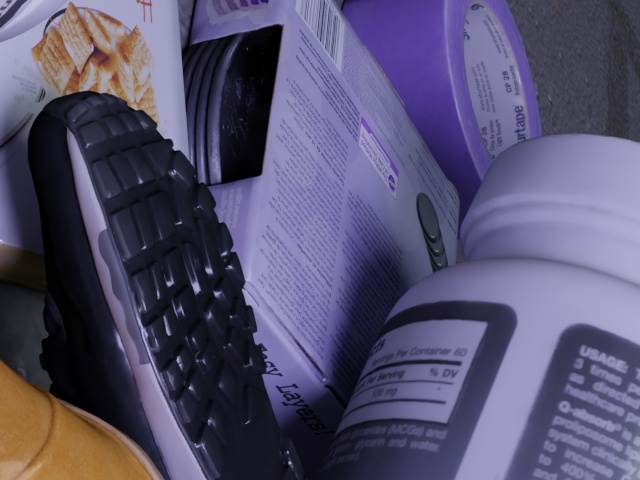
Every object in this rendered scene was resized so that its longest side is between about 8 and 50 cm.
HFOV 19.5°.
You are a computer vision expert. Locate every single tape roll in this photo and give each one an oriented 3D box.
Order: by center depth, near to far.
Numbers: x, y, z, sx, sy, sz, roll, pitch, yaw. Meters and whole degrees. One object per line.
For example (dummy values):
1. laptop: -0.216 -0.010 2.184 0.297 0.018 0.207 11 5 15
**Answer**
1. tape roll: 0.086 -0.094 1.281 0.189 0.080 0.189 44 40 -53

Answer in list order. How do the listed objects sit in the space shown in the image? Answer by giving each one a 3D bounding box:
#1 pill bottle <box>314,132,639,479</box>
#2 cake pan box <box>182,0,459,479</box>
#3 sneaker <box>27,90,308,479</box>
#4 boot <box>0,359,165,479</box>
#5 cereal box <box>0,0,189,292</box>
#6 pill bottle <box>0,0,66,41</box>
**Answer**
1. pill bottle: 0.102 0.140 0.918 0.210 0.210 0.363 54 53 -45
2. cake pan box: 0.000 0.000 1.056 0.267 0.070 0.245 53 32 -46
3. sneaker: -0.084 0.086 0.747 0.107 0.124 0.283 -34 106 -70
4. boot: -0.157 0.091 0.616 0.211 0.104 0.295 -34 102 -59
5. cereal box: -0.121 -0.095 0.845 0.173 0.047 0.240 20 61 -63
6. pill bottle: -0.167 -0.131 0.584 0.278 0.162 0.162 -21 99 -78
